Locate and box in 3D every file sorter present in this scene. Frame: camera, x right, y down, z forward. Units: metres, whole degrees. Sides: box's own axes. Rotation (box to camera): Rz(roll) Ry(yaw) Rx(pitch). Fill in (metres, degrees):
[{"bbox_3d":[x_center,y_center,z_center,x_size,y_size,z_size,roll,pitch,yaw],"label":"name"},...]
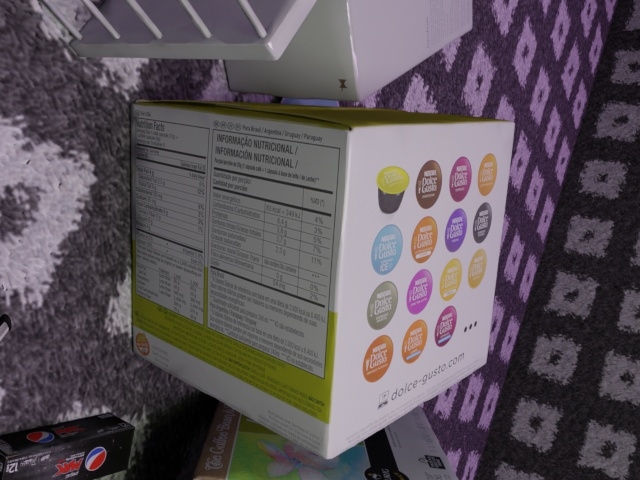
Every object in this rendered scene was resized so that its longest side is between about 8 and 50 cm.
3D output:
[{"bbox_3d":[-0.136,-0.292,0.555,0.193,0.277,0.173,-62,143,-21],"label":"file sorter"}]

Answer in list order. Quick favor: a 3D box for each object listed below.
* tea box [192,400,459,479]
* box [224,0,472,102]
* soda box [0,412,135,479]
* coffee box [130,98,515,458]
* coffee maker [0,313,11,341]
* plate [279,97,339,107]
[{"bbox_3d":[-0.003,0.360,0.838,0.329,0.323,0.220,-119,-144,-83],"label":"tea box"},{"bbox_3d":[0.046,-0.335,0.871,0.345,0.215,0.168,-41,133,-42],"label":"box"},{"bbox_3d":[-0.299,0.247,0.712,0.169,0.053,0.060,7,96,-56],"label":"soda box"},{"bbox_3d":[0.000,0.000,0.784,0.337,0.338,0.334,-13,111,-48],"label":"coffee box"},{"bbox_3d":[-0.343,0.071,0.463,0.120,0.178,0.171,-32,114,6],"label":"coffee maker"},{"bbox_3d":[-0.026,-0.168,0.998,0.188,0.024,0.188,-28,125,-50],"label":"plate"}]
